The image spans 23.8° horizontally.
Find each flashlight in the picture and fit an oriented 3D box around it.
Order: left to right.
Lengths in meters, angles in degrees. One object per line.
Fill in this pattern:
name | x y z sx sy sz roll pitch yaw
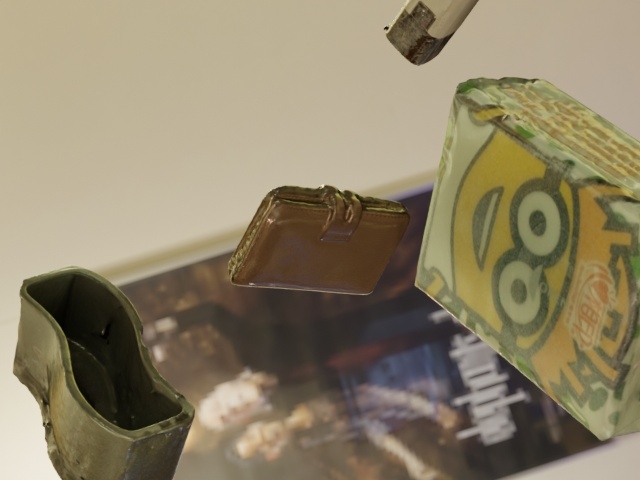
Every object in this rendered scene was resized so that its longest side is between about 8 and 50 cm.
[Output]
flashlight | 0.047 -0.088 0.472 0.018 0.018 0.083 48 136 10

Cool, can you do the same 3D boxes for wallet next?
wallet | 0.000 0.000 1.386 0.118 0.153 0.038 -58 37 34

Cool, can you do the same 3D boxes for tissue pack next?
tissue pack | 0.232 0.007 1.417 0.311 0.128 0.227 43 131 49

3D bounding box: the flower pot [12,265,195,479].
flower pot | -0.213 0.136 1.425 0.229 0.103 0.108 53 138 39
